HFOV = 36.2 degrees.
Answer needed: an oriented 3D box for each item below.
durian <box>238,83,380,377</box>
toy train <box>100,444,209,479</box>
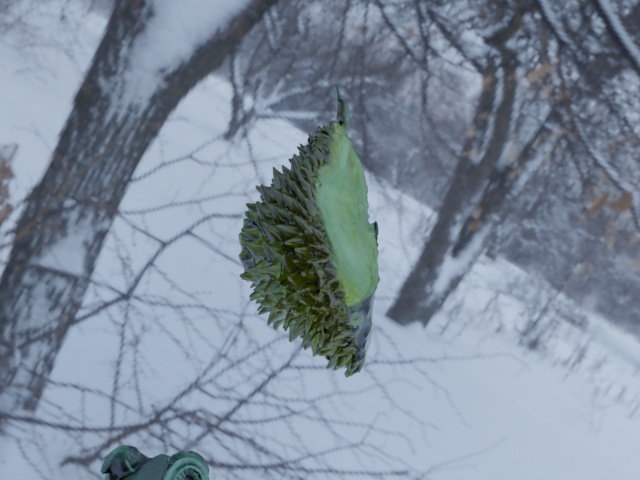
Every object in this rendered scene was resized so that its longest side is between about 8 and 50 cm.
[{"bbox_3d":[-0.009,0.002,0.692,0.096,0.137,0.220,6,44,-1],"label":"durian"},{"bbox_3d":[-0.142,0.229,0.682,0.083,0.132,0.200,-5,13,38],"label":"toy train"}]
